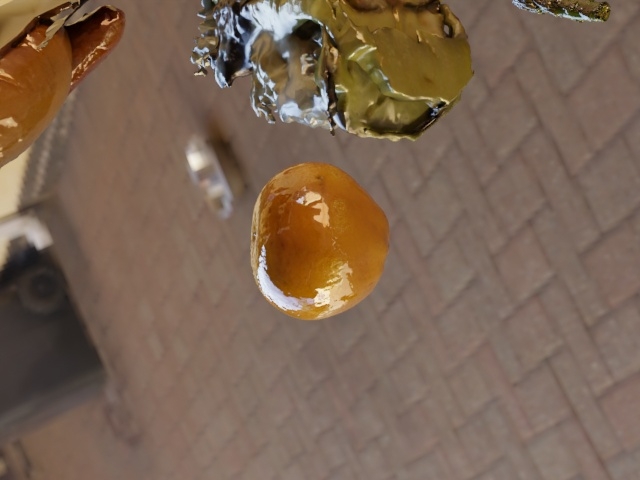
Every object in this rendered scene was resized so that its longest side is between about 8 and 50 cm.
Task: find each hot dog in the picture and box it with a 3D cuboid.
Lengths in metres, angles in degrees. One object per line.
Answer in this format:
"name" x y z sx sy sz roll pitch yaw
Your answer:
"hot dog" -0.301 -0.134 1.512 0.107 0.326 0.194 61 168 -28

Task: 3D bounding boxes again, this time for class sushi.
"sushi" -0.004 -0.147 1.021 0.291 0.139 0.131 36 119 50

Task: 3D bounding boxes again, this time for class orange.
"orange" 0.000 0.000 1.581 0.159 0.136 0.159 -174 90 -84

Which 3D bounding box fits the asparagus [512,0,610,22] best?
"asparagus" 0.337 -0.336 2.278 0.165 0.030 0.036 20 108 38
